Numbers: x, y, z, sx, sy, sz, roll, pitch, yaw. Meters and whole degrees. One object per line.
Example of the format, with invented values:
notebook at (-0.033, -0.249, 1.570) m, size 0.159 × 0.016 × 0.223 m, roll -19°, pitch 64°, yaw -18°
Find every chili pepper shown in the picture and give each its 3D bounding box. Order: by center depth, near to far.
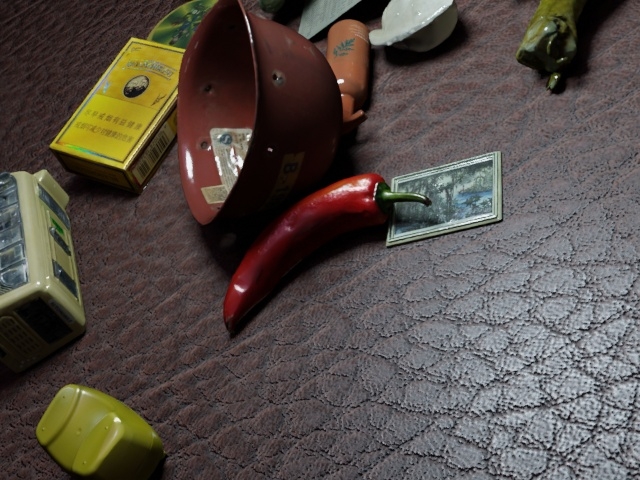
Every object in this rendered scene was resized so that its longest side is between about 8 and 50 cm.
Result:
chili pepper at (-0.006, -0.002, 1.589) m, size 0.368 × 0.092 × 0.137 m, roll -34°, pitch 58°, yaw 13°

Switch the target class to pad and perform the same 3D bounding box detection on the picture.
pad at (0.046, -0.483, 1.968) m, size 0.265 × 0.009 × 0.160 m, roll -30°, pitch 39°, yaw 39°

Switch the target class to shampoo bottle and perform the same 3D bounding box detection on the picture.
shampoo bottle at (0.046, -0.280, 1.796) m, size 0.085 × 0.085 × 0.244 m, roll -16°, pitch 46°, yaw 21°

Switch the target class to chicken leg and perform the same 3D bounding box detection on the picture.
chicken leg at (0.402, -0.437, 1.639) m, size 0.152 × 0.201 × 0.429 m, roll 22°, pitch 71°, yaw -2°

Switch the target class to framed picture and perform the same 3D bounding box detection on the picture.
framed picture at (0.186, -0.065, 1.556) m, size 0.183 × 0.011 × 0.142 m, roll -14°, pitch 46°, yaw 24°

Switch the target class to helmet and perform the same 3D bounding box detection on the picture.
helmet at (-0.078, -0.202, 1.658) m, size 0.385 × 0.230 × 0.338 m, roll -62°, pitch 35°, yaw 41°

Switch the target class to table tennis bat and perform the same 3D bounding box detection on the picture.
table tennis bat at (-0.318, -0.412, 2.199) m, size 0.321 × 0.050 × 0.198 m, roll -45°, pitch 43°, yaw -16°

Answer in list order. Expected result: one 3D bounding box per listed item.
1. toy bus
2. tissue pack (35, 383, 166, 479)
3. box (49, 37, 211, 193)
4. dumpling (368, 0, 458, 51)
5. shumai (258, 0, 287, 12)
toy bus at (-0.537, 0.040, 1.834) m, size 0.201 × 0.177 × 0.365 m, roll -28°, pitch 45°, yaw 4°
tissue pack at (-0.312, 0.292, 1.485) m, size 0.178 × 0.127 × 0.123 m, roll 21°, pitch 73°, yaw 45°
box at (-0.361, -0.249, 2.011) m, size 0.192 × 0.084 × 0.302 m, roll 17°, pitch 63°, yaw 25°
dumpling at (0.164, -0.378, 1.796) m, size 0.150 × 0.092 × 0.176 m, roll -45°, pitch 42°, yaw -11°
shumai at (0.007, -0.601, 2.021) m, size 0.263 × 0.309 × 0.304 m, roll 0°, pitch 82°, yaw 3°
